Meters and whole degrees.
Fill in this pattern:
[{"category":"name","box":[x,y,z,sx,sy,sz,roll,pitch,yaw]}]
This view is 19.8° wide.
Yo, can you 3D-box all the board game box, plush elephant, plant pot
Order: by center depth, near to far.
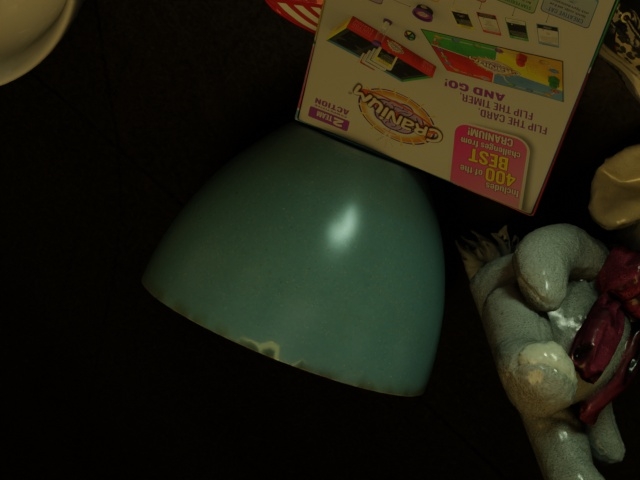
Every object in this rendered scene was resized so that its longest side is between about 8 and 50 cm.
[{"category":"board game box","box":[0.120,-0.184,1.579,0.242,0.064,0.316,23,140,6]},{"category":"plush elephant","box":[0.283,0.065,1.688,0.255,0.330,0.272,-21,129,5]},{"category":"plant pot","box":[0.000,0.000,1.739,0.290,0.290,0.195,22,97,4]}]

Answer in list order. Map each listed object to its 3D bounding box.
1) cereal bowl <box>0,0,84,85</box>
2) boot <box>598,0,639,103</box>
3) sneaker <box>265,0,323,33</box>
[{"category":"cereal bowl","box":[-0.358,-0.311,1.711,0.339,0.141,0.339,9,124,14]},{"category":"boot","box":[0.316,-0.214,1.586,0.179,0.085,0.236,-35,106,29]},{"category":"sneaker","box":[-0.018,-0.275,1.654,0.128,0.087,0.221,-16,115,26]}]
